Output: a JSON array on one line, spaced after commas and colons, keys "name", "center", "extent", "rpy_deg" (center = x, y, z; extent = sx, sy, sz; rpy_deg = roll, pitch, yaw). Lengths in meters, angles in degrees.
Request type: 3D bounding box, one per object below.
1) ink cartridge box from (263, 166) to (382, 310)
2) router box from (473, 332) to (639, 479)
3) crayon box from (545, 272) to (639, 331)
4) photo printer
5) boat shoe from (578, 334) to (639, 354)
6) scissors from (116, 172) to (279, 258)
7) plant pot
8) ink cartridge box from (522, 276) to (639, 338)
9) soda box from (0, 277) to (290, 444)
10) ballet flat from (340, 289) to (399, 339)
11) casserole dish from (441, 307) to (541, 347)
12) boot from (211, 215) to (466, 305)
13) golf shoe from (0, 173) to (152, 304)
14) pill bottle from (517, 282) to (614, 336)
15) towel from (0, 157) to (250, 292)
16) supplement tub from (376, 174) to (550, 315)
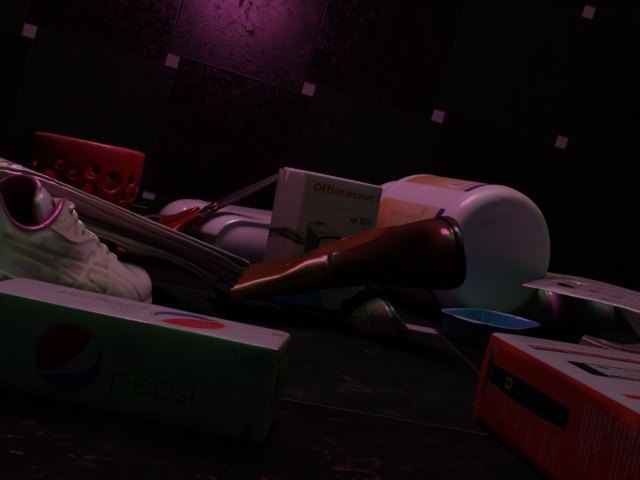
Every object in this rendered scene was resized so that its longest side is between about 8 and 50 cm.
[{"name": "ink cartridge box", "center": [0.000, 0.000, 1.267], "extent": [0.139, 0.191, 0.082], "rpy_deg": [8, 5, -33]}, {"name": "router box", "center": [0.328, 0.161, 0.653], "extent": [0.335, 0.082, 0.301], "rpy_deg": [10, 4, -11]}, {"name": "crayon box", "center": [0.480, 0.113, 1.766], "extent": [0.322, 0.083, 0.203], "rpy_deg": [10, 4, -26]}, {"name": "photo printer", "center": [-0.124, -0.001, 1.548], "extent": [0.307, 0.107, 0.256], "rpy_deg": [7, 6, -35]}, {"name": "boat shoe", "center": [0.444, 0.153, 1.018], "extent": [0.305, 0.091, 0.109], "rpy_deg": [14, 5, 41]}, {"name": "scissors", "center": [-0.187, -0.040, 1.401], "extent": [0.297, 0.021, 0.109], "rpy_deg": [-17, 30, 4]}, {"name": "plant pot", "center": [-0.409, -0.086, 1.497], "extent": [0.191, 0.174, 0.191], "rpy_deg": [11, 5, -1]}, {"name": "ink cartridge box", "center": [0.507, 0.143, 1.286], "extent": [0.385, 0.091, 0.308], "rpy_deg": [15, 6, 24]}, {"name": "soda box", "center": [-0.134, 0.082, 0.619], "extent": [0.216, 0.069, 0.074], "rpy_deg": [12, 4, 5]}, {"name": "ballet flat", "center": [0.059, 0.101, 1.120], "extent": [0.052, 0.057, 0.168], "rpy_deg": [-19, 4, -7]}, {"name": "casserole dish", "center": [0.246, 0.127, 1.259], "extent": [0.114, 0.037, 0.188], "rpy_deg": [13, 4, 33]}, {"name": "boot", "center": [0.015, 0.029, 1.081], "extent": [0.280, 0.096, 0.264], "rpy_deg": [-9, 9, -19]}, {"name": "golf shoe", "center": [-0.236, 0.016, 0.786], "extent": [0.115, 0.140, 0.306], "rpy_deg": [11, 2, 17]}, {"name": "pill bottle", "center": [0.420, 0.118, 1.505], "extent": [0.160, 0.087, 0.087], "rpy_deg": [9, 4, -26]}, {"name": "towel", "center": [-0.287, -0.033, 1.032], "extent": [0.317, 0.053, 0.332], "rpy_deg": [25, -5, -33]}, {"name": "supplement tub", "center": [0.211, 0.006, 1.494], "extent": [0.228, 0.228, 0.316], "rpy_deg": [9, 5, -27]}]
